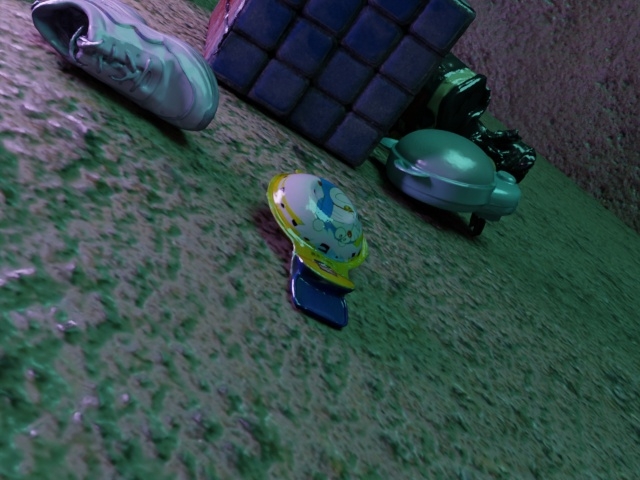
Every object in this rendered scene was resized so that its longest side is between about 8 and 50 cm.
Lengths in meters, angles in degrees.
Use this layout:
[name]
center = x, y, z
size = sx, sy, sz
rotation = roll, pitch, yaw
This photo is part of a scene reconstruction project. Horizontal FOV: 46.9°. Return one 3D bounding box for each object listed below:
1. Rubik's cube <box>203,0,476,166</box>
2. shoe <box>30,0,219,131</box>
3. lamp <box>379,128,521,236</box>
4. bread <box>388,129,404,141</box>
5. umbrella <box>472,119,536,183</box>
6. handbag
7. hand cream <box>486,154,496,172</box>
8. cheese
[Rubik's cube]
center = 0.016, -0.400, 1.315
size = 0.337, 0.344, 0.344
rotation = 29, 26, -21
[shoe]
center = -0.238, -0.221, 0.906
size = 0.245, 0.095, 0.137
rotation = 40, 25, 12
[lamp]
center = 0.252, -0.122, 1.405
size = 0.284, 0.147, 0.209
rotation = 30, 20, -23
[bread]
center = 0.173, -0.201, 1.587
size = 0.088, 0.033, 0.049
rotation = 54, -8, 33
[umbrella]
center = 0.466, -0.303, 2.108
size = 0.336, 0.154, 0.128
rotation = 44, -18, 10
[handbag]
center = 0.249, -0.282, 1.598
size = 0.181, 0.181, 0.254
rotation = 43, -23, 25
[hand cream]
center = 0.341, -0.158, 1.721
size = 0.084, 0.084, 0.203
rotation = 46, 27, 17
[cheese]
center = 0.000, 0.000, 0.880
size = 0.156, 0.064, 0.250
rotation = 27, 37, -26
